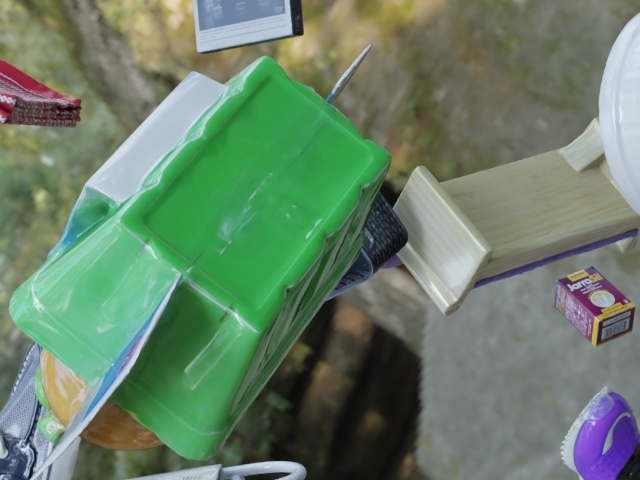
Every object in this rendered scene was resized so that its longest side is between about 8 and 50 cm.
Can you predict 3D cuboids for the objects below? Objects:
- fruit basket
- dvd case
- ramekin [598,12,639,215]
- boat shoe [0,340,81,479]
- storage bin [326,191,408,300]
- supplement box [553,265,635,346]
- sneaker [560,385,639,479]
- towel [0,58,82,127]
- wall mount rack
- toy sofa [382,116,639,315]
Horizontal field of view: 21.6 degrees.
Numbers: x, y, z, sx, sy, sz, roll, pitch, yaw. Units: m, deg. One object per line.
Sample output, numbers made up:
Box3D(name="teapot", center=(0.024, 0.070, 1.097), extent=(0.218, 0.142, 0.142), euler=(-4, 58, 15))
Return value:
Box3D(name="fruit basket", center=(-0.118, 0.047, 1.109), extent=(0.353, 0.165, 0.327), euler=(-40, 9, 48))
Box3D(name="dvd case", center=(-0.104, -0.381, 2.252), extent=(0.029, 0.179, 0.239), euler=(-5, -90, -49))
Box3D(name="ramekin", center=(0.456, -0.148, 1.936), extent=(0.127, 0.273, 0.273), euler=(-2, 46, 49))
Box3D(name="boat shoe", center=(-0.366, 0.254, 1.852), extent=(0.127, 0.158, 0.340), euler=(13, 93, 64))
Box3D(name="storage bin", center=(0.000, 0.000, 1.998), extent=(0.180, 0.122, 0.084), euler=(-28, 10, 46))
Box3D(name="supplement box", center=(0.314, 0.075, 1.923), extent=(0.055, 0.083, 0.043), euler=(-21, -47, -22))
Box3D(name="sneaker", center=(0.379, 0.292, 1.982), extent=(0.102, 0.146, 0.293), euler=(-45, -39, -24))
Box3D(name="towel", center=(-0.346, -0.167, 1.627), extent=(0.031, 0.199, 0.275), euler=(-63, -3, 6))
Box3D(name="wall mount rack", center=(-0.181, 0.313, 1.788), extent=(0.304, 0.350, 0.130), euler=(-92, -6, -87))
Box3D(name="toy sofa", center=(0.249, -0.017, 2.116), extent=(0.362, 0.150, 0.177), euler=(-16, -32, -39))
